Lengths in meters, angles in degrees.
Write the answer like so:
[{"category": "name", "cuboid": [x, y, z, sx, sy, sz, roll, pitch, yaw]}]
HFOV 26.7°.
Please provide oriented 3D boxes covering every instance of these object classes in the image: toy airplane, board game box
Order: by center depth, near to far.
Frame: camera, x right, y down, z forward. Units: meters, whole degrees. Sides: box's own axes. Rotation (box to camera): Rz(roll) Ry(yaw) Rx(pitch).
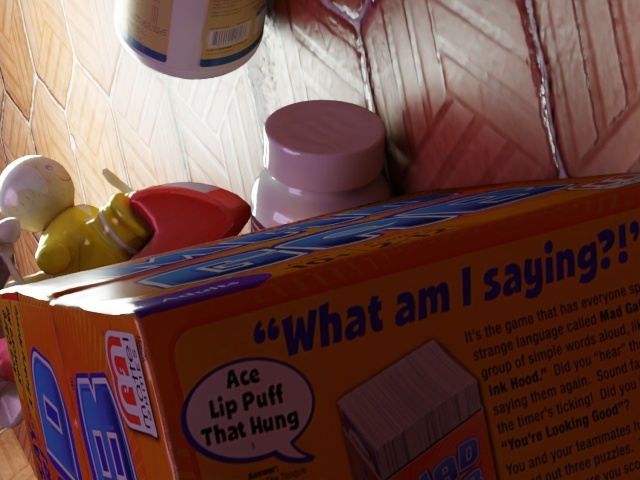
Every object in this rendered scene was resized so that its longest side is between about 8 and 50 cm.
[{"category": "board game box", "cuboid": [0.031, 0.167, 0.884, 0.356, 0.356, 0.356, 0, 102, 66]}, {"category": "toy airplane", "cuboid": [-0.297, 0.042, 1.513, 0.272, 0.384, 0.386, 65, 158, -1]}]

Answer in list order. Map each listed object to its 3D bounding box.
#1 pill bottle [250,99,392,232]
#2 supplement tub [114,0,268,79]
[{"category": "pill bottle", "cuboid": [0.000, 0.000, 1.154, 0.121, 0.121, 0.221, 47, 144, 48]}, {"category": "supplement tub", "cuboid": [-0.111, -0.263, 1.225, 0.144, 0.144, 0.199, 59, 151, 33]}]
